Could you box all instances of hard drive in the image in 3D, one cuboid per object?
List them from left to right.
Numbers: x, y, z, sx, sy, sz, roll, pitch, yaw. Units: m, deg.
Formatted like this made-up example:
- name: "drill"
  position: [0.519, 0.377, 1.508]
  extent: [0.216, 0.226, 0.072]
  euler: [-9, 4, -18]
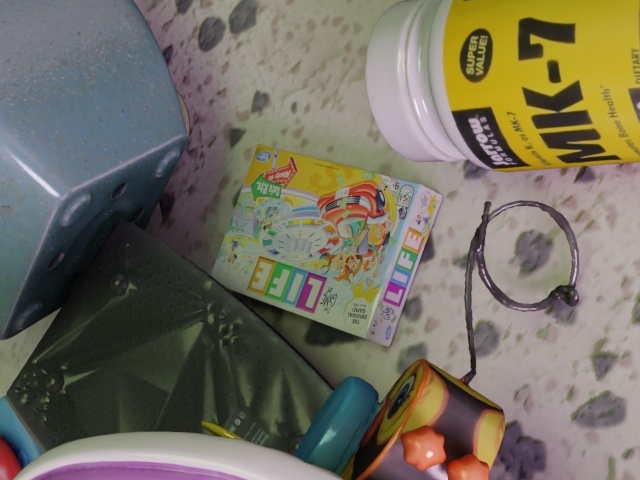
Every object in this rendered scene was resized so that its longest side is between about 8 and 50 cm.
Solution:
- name: "hard drive"
  position: [-0.086, 0.116, 0.893]
  extent: [0.254, 0.054, 0.172]
  euler: [37, 97, 33]

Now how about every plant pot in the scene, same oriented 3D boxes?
- name: "plant pot"
  position: [-0.245, -0.078, 0.975]
  extent: [0.252, 0.248, 0.247]
  euler: [39, 126, 12]

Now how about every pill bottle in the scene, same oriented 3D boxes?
- name: "pill bottle"
  position: [0.135, -0.099, 0.758]
  extent: [0.208, 0.119, 0.119]
  euler: [-3, 72, 41]

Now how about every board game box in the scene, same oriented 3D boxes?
- name: "board game box"
  position: [0.000, 0.000, 0.903]
  extent: [0.154, 0.026, 0.103]
  euler: [16, 86, 44]

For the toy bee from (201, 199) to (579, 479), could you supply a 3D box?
- name: "toy bee"
  position: [0.031, 0.121, 0.718]
  extent: [0.195, 0.162, 0.298]
  euler: [11, 98, 0]

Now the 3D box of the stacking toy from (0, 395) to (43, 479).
- name: "stacking toy"
  position: [-0.334, 0.202, 0.927]
  extent: [0.175, 0.302, 0.166]
  euler: [-54, 46, 25]

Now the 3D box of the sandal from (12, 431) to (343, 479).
- name: "sandal"
  position: [0.011, 0.205, 0.635]
  extent: [0.416, 0.102, 0.169]
  euler: [16, 118, 17]

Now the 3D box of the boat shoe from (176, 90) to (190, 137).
- name: "boat shoe"
  position: [-0.150, -0.117, 1.064]
  extent: [0.056, 0.049, 0.152]
  euler: [-49, 49, 16]
